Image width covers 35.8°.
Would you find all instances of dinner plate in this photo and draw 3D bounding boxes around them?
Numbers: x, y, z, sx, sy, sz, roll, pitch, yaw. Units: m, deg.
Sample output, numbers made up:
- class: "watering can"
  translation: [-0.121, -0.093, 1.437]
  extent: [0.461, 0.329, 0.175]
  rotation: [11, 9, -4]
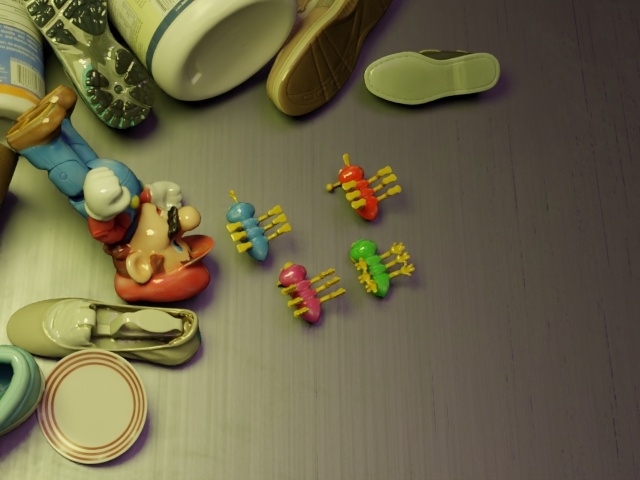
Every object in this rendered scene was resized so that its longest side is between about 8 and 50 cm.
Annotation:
- class: "dinner plate"
  translation: [-0.285, 0.207, 1.241]
  extent: [0.141, 0.017, 0.141]
  rotation: [0, 82, 3]

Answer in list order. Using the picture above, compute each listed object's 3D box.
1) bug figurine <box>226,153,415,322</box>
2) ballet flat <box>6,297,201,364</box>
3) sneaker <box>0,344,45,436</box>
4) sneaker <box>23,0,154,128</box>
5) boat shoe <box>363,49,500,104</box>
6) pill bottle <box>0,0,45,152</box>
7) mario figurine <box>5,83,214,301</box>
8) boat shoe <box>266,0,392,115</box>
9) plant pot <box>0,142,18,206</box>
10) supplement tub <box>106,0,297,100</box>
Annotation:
- class: "bug figurine"
  translation: [0.000, 0.000, 1.408]
  extent: [0.279, 0.072, 0.216]
  rotation: [-19, 81, -28]
- class: "ballet flat"
  translation: [-0.274, 0.109, 1.272]
  extent: [0.248, 0.086, 0.086]
  rotation: [5, 66, -14]
- class: "sneaker"
  translation: [-0.484, 0.225, 1.115]
  extent: [0.366, 0.150, 0.135]
  rotation: [-38, 81, -23]
- class: "sneaker"
  translation: [-0.338, -0.281, 1.357]
  extent: [0.110, 0.122, 0.283]
  rotation: [-30, 107, -22]
- class: "boat shoe"
  translation: [0.169, -0.262, 1.577]
  extent: [0.227, 0.068, 0.081]
  rotation: [-5, 104, -17]
- class: "pill bottle"
  translation: [-0.452, -0.265, 1.338]
  extent: [0.152, 0.152, 0.272]
  rotation: [-3, 68, -18]
- class: "mario figurine"
  translation: [-0.238, -0.061, 1.268]
  extent: [0.320, 0.170, 0.198]
  rotation: [53, 46, -24]
- class: "boat shoe"
  translation: [0.002, -0.328, 1.539]
  extent: [0.110, 0.122, 0.341]
  rotation: [16, 58, 30]
- class: "plant pot"
  translation: [-0.511, -0.006, 1.188]
  extent: [0.237, 0.237, 0.254]
  rotation: [12, 80, -12]
- class: "supplement tub"
  translation: [-0.211, -0.388, 1.410]
  extent: [0.235, 0.235, 0.325]
  rotation: [-30, 73, -26]
